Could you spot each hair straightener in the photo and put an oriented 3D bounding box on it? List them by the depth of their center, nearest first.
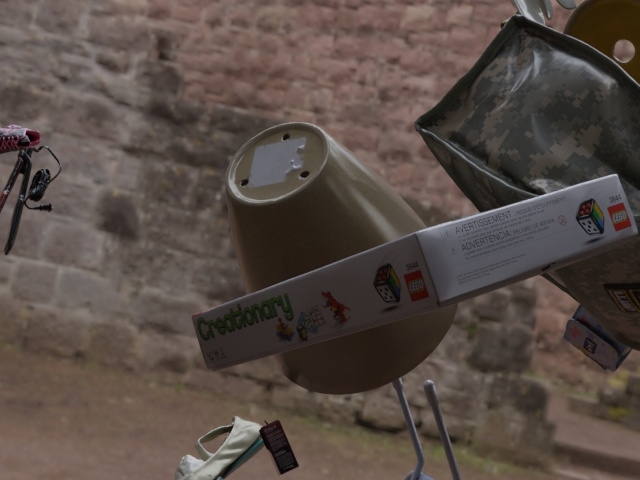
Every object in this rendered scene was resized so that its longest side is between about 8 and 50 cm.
[{"bbox_3d":[-0.487,-0.069,1.999,0.089,0.230,0.047,23,-40,-14],"label":"hair straightener"}]

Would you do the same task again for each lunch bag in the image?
[{"bbox_3d":[0.255,-0.026,1.018,0.235,0.169,0.287,43,-2,-44],"label":"lunch bag"},{"bbox_3d":[0.310,0.093,1.304,0.071,0.083,0.053,40,27,25],"label":"lunch bag"}]

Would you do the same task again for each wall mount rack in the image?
[{"bbox_3d":[0.137,0.367,1.859,0.130,0.304,0.350,22,-5,-12],"label":"wall mount rack"}]

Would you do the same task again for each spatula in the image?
[{"bbox_3d":[0.235,-0.380,1.495,0.019,0.242,0.168,-24,7,42],"label":"spatula"}]

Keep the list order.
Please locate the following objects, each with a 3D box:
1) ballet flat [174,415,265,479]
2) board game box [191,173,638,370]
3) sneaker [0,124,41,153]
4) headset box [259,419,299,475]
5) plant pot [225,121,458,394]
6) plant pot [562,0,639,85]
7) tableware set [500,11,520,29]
[{"bbox_3d":[-0.177,0.353,1.872,0.086,0.086,0.248,12,31,28],"label":"ballet flat"},{"bbox_3d":[0.058,0.030,0.901,0.193,0.053,0.305,-15,-4,-36],"label":"board game box"},{"bbox_3d":[-0.457,-0.147,1.763,0.057,0.047,0.119,8,17,24],"label":"sneaker"},{"bbox_3d":[-0.063,0.303,1.776,0.032,0.083,0.062,-23,-9,-11],"label":"headset box"},{"bbox_3d":[0.000,0.000,1.416,0.256,0.256,0.274,12,-33,36],"label":"plant pot"},{"bbox_3d":[0.457,-0.281,1.681,0.254,0.254,0.239,12,23,31],"label":"plant pot"},{"bbox_3d":[0.255,-0.332,1.618,0.104,0.024,0.154,41,-17,35],"label":"tableware set"}]
